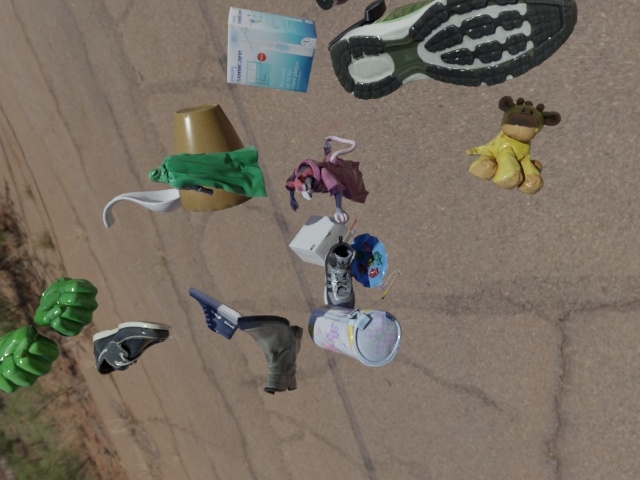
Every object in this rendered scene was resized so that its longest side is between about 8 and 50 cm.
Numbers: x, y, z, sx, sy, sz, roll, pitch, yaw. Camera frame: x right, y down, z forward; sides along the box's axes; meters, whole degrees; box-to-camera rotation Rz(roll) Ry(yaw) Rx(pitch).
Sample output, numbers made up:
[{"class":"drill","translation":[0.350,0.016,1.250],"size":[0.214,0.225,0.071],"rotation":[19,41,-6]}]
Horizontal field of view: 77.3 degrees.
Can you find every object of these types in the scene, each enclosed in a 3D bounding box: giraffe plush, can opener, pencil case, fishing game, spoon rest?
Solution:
[{"class":"giraffe plush","translation":[0.458,-0.234,0.934],"size":[0.182,0.210,0.170],"rotation":[13,127,-4]},{"class":"can opener","translation":[0.089,-0.508,0.968],"size":[0.059,0.186,0.073],"rotation":[35,161,47]},{"class":"pencil case","translation":[0.064,0.203,0.899],"size":[0.124,0.113,0.273],"rotation":[30,164,-14]},{"class":"fishing game","translation":[0.148,0.069,1.338],"size":[0.264,0.041,0.189],"rotation":[54,134,30]},{"class":"spoon rest","translation":[-0.544,-0.118,1.245],"size":[0.277,0.137,0.084],"rotation":[-16,116,0]}]

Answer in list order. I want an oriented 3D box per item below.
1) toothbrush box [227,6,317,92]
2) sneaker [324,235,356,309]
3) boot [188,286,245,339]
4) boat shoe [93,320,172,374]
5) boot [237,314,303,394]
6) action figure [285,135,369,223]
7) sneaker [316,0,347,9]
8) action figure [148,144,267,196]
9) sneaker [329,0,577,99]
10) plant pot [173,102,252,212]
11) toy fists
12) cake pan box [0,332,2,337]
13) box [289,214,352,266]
[{"class":"toothbrush box","translation":[-0.178,-0.670,1.422],"size":[0.216,0.296,0.126],"rotation":[110,160,-51]},{"class":"sneaker","translation":[0.064,0.116,1.278],"size":[0.153,0.102,0.268],"rotation":[99,168,-57]},{"class":"boot","translation":[-0.328,0.218,1.201],"size":[0.190,0.086,0.069],"rotation":[30,171,1]},{"class":"boat shoe","translation":[-0.339,0.192,0.719],"size":[0.233,0.084,0.078],"rotation":[-24,60,37]},{"class":"boot","translation":[-0.106,0.262,0.905],"size":[0.084,0.246,0.160],"rotation":[-7,65,23]},{"class":"action figure","translation":[0.026,-0.207,1.273],"size":[0.248,0.370,0.275],"rotation":[15,102,27]},{"class":"sneaker","translation":[0.018,-0.693,0.901],"size":[0.107,0.124,0.283],"rotation":[41,158,51]},{"class":"action figure","translation":[-0.240,-0.142,0.846],"size":[0.063,0.233,0.137],"rotation":[-49,54,50]},{"class":"sneaker","translation":[0.213,-0.374,0.696],"size":[0.411,0.182,0.158],"rotation":[10,147,39]},{"class":"plant pot","translation":[-0.309,-0.242,1.122],"size":[0.237,0.237,0.254],"rotation":[13,125,37]},{"class":"toy fists","translation":[-0.635,0.207,0.924],"size":[0.143,0.279,0.096],"rotation":[17,151,31]},{"class":"cake pan box","translation":[-0.884,0.156,1.001],"size":[0.267,0.070,0.245],"rotation":[35,132,31]},{"class":"box","translation":[0.000,0.000,1.674],"size":[0.182,0.180,0.119],"rotation":[11,149,50]}]
